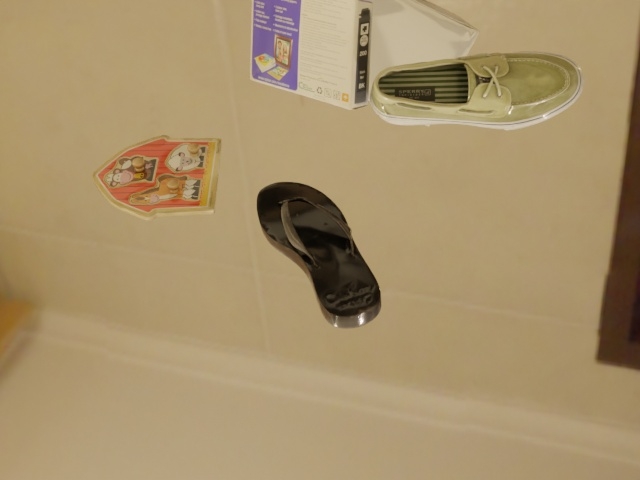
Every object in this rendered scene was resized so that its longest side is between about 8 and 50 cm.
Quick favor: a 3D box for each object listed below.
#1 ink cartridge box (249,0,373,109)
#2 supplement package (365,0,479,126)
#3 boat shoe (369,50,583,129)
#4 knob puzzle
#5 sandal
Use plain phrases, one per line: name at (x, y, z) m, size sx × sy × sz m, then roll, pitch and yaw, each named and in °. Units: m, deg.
ink cartridge box at (-0.016, -0.312, 1.576) m, size 0.206 × 0.208 × 0.045 m, roll 22°, pitch -148°, yaw 36°
supplement package at (0.123, -0.368, 2.045) m, size 0.262 × 0.204 × 0.145 m, roll 22°, pitch -162°, yaw -17°
boat shoe at (0.219, -0.209, 1.534) m, size 0.302 × 0.109 × 0.094 m, roll -6°, pitch 176°, yaw 6°
knob puzzle at (-0.253, -0.105, 1.668) m, size 0.213 × 0.030 × 0.213 m, roll -2°, pitch -136°, yaw 2°
sandal at (0.001, 0.000, 1.318) m, size 0.097 × 0.054 × 0.254 m, roll -24°, pitch -134°, yaw -15°
